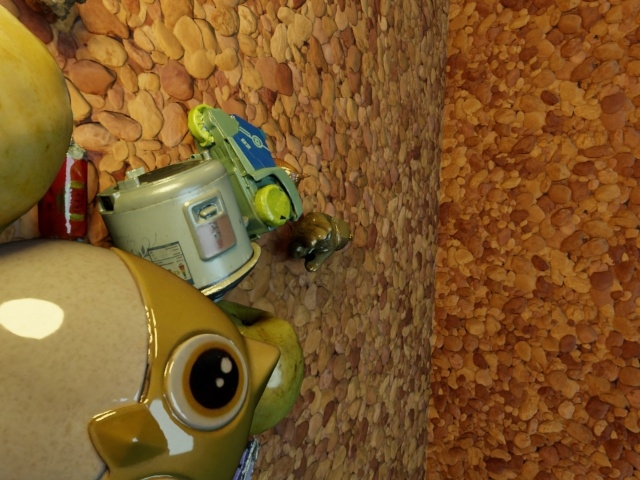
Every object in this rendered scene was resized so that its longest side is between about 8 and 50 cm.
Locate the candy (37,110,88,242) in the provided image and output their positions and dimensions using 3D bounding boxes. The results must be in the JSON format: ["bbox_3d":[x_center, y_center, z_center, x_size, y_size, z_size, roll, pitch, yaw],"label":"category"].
[{"bbox_3d":[-0.441,-0.078,0.754,0.059,0.085,0.293,-5,98,-63],"label":"candy"}]

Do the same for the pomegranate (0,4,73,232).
[{"bbox_3d":[-0.464,-0.142,0.498,0.332,0.332,0.333,-8,99,-55],"label":"pomegranate"}]

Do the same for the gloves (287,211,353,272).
[{"bbox_3d":[-0.013,-0.007,1.346,0.331,0.141,0.154,-15,132,-64],"label":"gloves"}]

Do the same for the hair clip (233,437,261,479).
[{"bbox_3d":[-0.225,0.667,1.151,0.106,0.084,0.293,45,52,-42],"label":"hair clip"}]

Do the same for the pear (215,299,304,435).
[{"bbox_3d":[-0.193,0.291,0.988,0.303,0.303,0.305,-8,99,-55],"label":"pear"}]

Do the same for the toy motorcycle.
[{"bbox_3d":[-0.184,-0.172,1.057,0.200,0.191,0.327,-36,108,-53],"label":"toy motorcycle"}]

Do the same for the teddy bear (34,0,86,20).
[{"bbox_3d":[-0.454,-0.466,0.656,0.182,0.129,0.251,-60,137,-30],"label":"teddy bear"}]

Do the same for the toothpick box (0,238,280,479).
[{"bbox_3d":[-0.298,0.222,0.600,0.424,0.409,0.410,27,66,-15],"label":"toothpick box"}]

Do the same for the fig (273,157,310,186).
[{"bbox_3d":[-0.097,-0.171,1.211,0.119,0.152,0.119,-5,90,-85],"label":"fig"}]

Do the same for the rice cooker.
[{"bbox_3d":[-0.267,-0.005,0.863,0.316,0.264,0.318,-4,95,-50],"label":"rice cooker"}]
